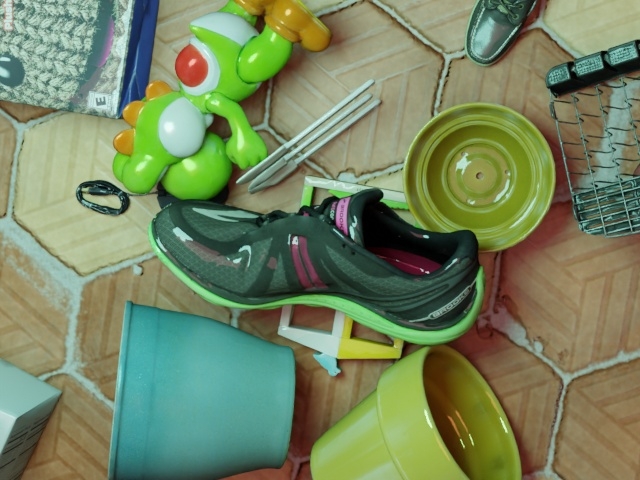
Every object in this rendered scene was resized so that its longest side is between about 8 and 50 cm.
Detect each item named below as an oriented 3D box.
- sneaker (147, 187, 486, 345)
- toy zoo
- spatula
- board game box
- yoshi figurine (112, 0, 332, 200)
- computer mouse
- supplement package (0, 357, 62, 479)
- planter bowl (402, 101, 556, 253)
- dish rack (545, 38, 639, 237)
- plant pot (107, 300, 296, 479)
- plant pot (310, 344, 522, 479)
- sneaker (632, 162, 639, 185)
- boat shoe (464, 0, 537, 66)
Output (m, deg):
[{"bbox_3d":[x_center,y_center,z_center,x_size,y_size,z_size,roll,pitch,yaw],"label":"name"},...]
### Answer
[{"bbox_3d":[0.000,0.000,1.800,0.483,0.185,0.202,10,128,-1],"label":"sneaker"},{"bbox_3d":[0.046,0.061,1.929,0.192,0.030,0.293,10,97,7],"label":"toy zoo"},{"bbox_3d":[-0.014,-0.147,1.855,0.242,0.168,0.019,-38,79,2],"label":"spatula"},{"bbox_3d":[-0.404,-0.315,1.899,0.291,0.141,0.232,9,96,7],"label":"board game box"},{"bbox_3d":[-0.142,-0.198,1.849,0.203,0.203,0.362,41,93,-5],"label":"yoshi figurine"},{"bbox_3d":[-0.260,-0.073,1.954,0.242,0.041,0.071,-4,96,9],"label":"computer mouse"},{"bbox_3d":[-0.565,0.317,1.952,0.199,0.198,0.262,27,98,5],"label":"supplement package"},{"bbox_3d":[0.231,-0.093,1.859,0.217,0.090,0.217,1,96,8],"label":"planter bowl"},{"bbox_3d":[0.430,-0.144,1.779,0.208,0.074,0.271,-16,80,32],"label":"dish rack"},{"bbox_3d":[-0.171,0.233,1.872,0.255,0.271,0.271,5,96,-7],"label":"plant pot"},{"bbox_3d":[0.124,0.309,1.848,0.239,0.254,0.254,-31,91,25],"label":"plant pot"},{"bbox_3d":[0.540,-0.177,1.809,0.276,0.098,0.135,-42,76,17],"label":"sneaker"},{"bbox_3d":[0.274,-0.356,1.836,0.080,0.073,0.223,31,98,4],"label":"boat shoe"}]
